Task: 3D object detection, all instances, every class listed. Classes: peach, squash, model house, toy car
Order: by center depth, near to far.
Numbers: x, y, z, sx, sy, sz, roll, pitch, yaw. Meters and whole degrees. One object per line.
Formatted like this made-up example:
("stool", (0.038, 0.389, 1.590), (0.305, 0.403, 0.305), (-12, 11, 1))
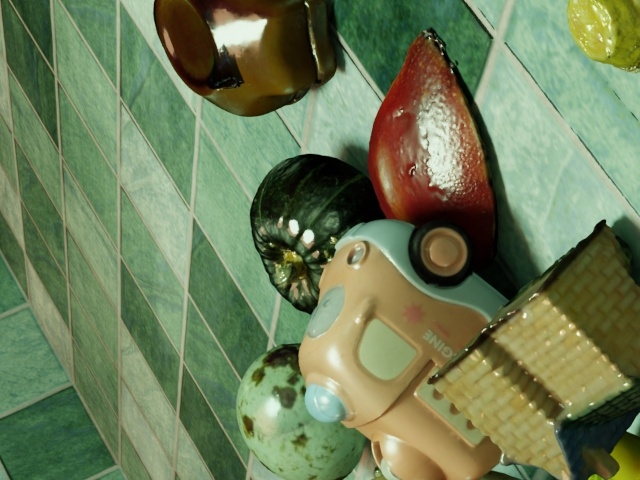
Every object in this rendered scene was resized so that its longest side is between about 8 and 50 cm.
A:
("model house", (0.229, 0.108, 1.384), (0.172, 0.166, 0.183), (48, 142, 5))
("toy car", (0.094, 0.121, 1.562), (0.270, 0.212, 0.180), (41, 160, -4))
("peach", (0.104, -0.074, 1.592), (0.189, 0.068, 0.279), (33, 142, 53))
("squash", (0.003, -0.003, 1.801), (0.193, 0.156, 0.193), (42, 172, 7))

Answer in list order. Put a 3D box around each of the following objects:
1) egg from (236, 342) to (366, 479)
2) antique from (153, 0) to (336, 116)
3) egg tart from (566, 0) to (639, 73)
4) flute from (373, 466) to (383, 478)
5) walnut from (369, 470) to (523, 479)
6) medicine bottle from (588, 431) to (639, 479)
("egg", (-0.019, 0.236, 2.102), (0.169, 0.169, 0.231), (41, 163, 48))
("antique", (-0.096, -0.247, 1.803), (0.278, 0.129, 0.224), (38, 144, 48))
("egg tart", (0.221, -0.171, 1.228), (0.105, 0.039, 0.105), (50, 155, 33))
("flute", (0.118, 0.411, 2.161), (0.027, 0.027, 0.233), (4, 116, 67))
("walnut", (0.137, 0.404, 1.640), (0.381, 0.381, 0.381), (51, 155, 35))
("medicine bottle", (0.330, 0.240, 1.363), (0.111, 0.076, 0.309), (58, 164, -24))
